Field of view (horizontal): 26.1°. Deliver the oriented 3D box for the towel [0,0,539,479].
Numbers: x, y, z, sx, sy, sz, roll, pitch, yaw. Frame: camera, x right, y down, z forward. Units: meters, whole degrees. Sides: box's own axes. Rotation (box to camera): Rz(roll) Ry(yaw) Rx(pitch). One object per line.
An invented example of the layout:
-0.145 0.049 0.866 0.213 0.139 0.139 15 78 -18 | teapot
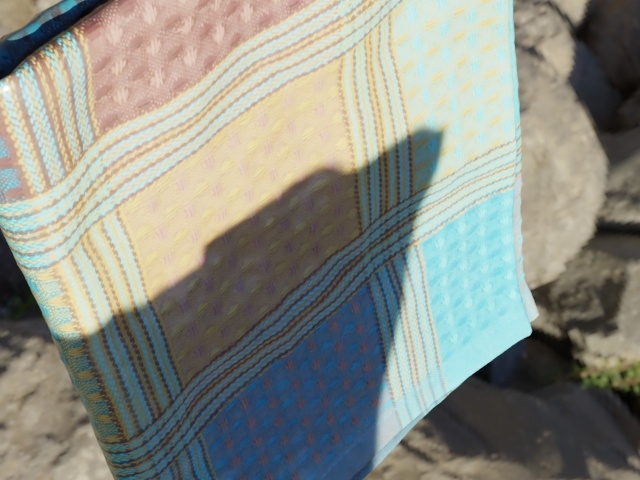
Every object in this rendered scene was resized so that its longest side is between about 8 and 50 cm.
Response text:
0.000 0.000 0.635 0.271 0.040 0.370 -39 143 -23 | towel
